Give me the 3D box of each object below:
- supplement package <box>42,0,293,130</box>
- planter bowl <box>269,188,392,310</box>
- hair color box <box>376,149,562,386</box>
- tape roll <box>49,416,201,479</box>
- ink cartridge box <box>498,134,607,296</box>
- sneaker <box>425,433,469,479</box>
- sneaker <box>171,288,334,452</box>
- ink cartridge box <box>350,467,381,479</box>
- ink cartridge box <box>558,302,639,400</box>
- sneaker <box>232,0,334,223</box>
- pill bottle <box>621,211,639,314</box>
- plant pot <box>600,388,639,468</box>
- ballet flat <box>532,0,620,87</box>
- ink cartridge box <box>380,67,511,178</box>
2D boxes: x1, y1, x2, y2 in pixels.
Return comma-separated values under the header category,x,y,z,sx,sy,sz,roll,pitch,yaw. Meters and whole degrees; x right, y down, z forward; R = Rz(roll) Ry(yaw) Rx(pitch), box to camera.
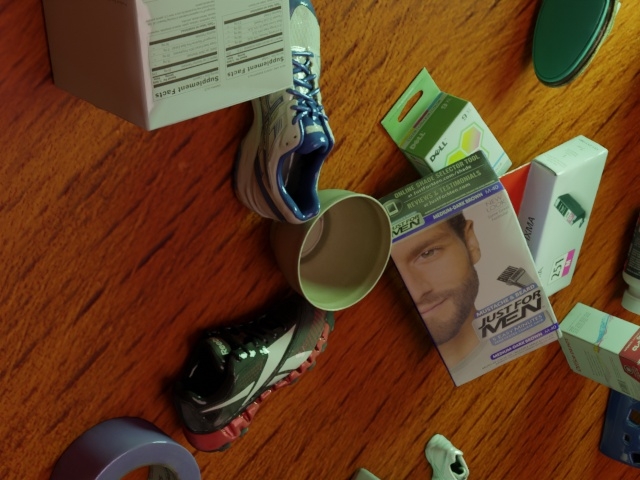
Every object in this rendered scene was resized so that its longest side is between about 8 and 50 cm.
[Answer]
category,x,y,z,sx,sy,sz,roll,pitch,yaw
supplement package,-0.169,-0.287,1.372,0.198,0.199,0.262,-22,122,-34
planter bowl,0.000,0.000,1.718,0.162,0.109,0.162,-19,121,-36
hair color box,0.217,0.049,1.882,0.185,0.110,0.339,-26,131,4
tape roll,-0.254,0.330,1.664,0.189,0.080,0.189,-18,120,-34
ink cartridge box,0.321,-0.005,1.988,0.239,0.060,0.275,-26,139,-36
sneaker,0.216,0.390,2.124,0.054,0.061,0.152,-39,132,-25
sneaker,-0.092,0.151,1.712,0.276,0.098,0.135,-44,134,-16
ink cartridge box,0.204,0.559,2.030,0.166,0.285,0.395,-54,134,-7
ink cartridge box,0.508,0.195,2.215,0.072,0.175,0.127,-47,133,-19
sneaker,-0.027,-0.165,1.606,0.112,0.131,0.296,-11,115,-36
pill bottle,0.594,0.040,2.269,0.108,0.108,0.180,0,109,-42
plant pot,0.694,0.320,2.412,0.236,0.212,0.236,-8,113,-39
ballet flat,0.407,-0.395,1.904,0.123,0.123,0.348,-2,109,-41
ink cartridge box,0.184,-0.139,1.852,0.109,0.062,0.209,-51,133,-10
